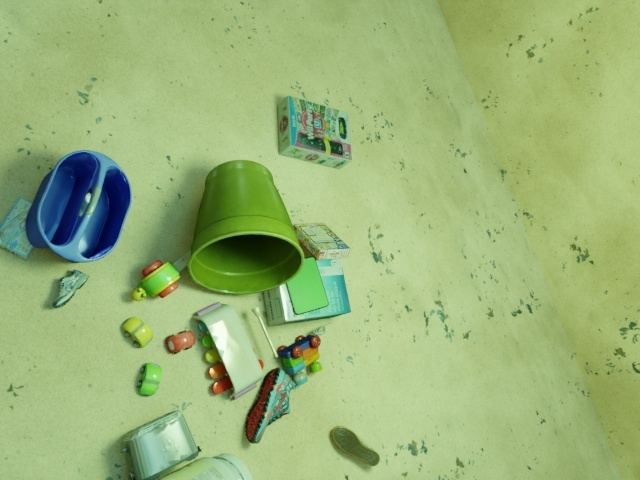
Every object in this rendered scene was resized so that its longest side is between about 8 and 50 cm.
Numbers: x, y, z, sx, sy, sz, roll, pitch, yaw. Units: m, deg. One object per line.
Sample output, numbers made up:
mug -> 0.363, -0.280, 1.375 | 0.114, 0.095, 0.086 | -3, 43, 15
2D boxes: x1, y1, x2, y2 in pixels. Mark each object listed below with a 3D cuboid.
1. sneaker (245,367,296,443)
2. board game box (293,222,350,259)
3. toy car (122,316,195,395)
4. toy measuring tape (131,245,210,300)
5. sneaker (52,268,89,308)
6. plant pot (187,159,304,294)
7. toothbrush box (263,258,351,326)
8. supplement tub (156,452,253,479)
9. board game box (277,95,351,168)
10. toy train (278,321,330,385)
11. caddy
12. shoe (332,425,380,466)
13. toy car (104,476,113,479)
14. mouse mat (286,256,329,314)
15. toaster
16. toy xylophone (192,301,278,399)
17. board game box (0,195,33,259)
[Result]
sneaker -> -0.152, 0.562, 1.930 | 0.125, 0.104, 0.262 | 39, 56, -22
board game box -> 0.000, 0.000, 2.191 | 0.146, 0.045, 0.193 | -3, 34, -36
toy car -> -0.501, 0.360, 1.773 | 0.238, 0.053, 0.225 | 21, 63, -29
toy measuring tape -> -0.464, 0.088, 1.855 | 0.330, 0.121, 0.121 | -40, 100, -38
sneaker -> -0.739, 0.139, 1.684 | 0.058, 0.052, 0.135 | 37, 48, -9
plant pot -> -0.256, -0.065, 1.921 | 0.366, 0.366, 0.353 | 14, 50, -32
toothbrush box -> -0.055, 0.184, 2.114 | 0.295, 0.126, 0.217 | -2, 75, -35
supplement tub -> -0.360, 0.751, 1.607 | 0.324, 0.235, 0.236 | -9, 80, -52
board game box -> -0.023, -0.437, 2.365 | 0.303, 0.097, 0.224 | 7, 70, -33
toy train -> -0.026, 0.408, 2.082 | 0.248, 0.105, 0.144 | -23, 99, -39
caddy -> -0.693, -0.094, 1.684 | 0.241, 0.179, 0.342 | 30, 59, -36
shoe -> 0.120, 0.746, 2.103 | 0.219, 0.058, 0.077 | 42, 75, -13
toy car -> -0.598, 0.732, 1.534 | 0.188, 0.148, 0.155 | -41, 113, -50
mouse mat -> -0.053, 0.157, 2.040 | 0.152, 0.007, 0.190 | -11, 81, -37
toaster -> -0.459, 0.592, 1.680 | 0.226, 0.129, 0.147 | -18, 83, -37
toy xylophone -> -0.277, 0.352, 1.922 | 0.236, 0.081, 0.323 | -14, 83, -38
board game box -> -0.856, -0.036, 1.664 | 0.103, 0.026, 0.154 | 33, 58, -23
